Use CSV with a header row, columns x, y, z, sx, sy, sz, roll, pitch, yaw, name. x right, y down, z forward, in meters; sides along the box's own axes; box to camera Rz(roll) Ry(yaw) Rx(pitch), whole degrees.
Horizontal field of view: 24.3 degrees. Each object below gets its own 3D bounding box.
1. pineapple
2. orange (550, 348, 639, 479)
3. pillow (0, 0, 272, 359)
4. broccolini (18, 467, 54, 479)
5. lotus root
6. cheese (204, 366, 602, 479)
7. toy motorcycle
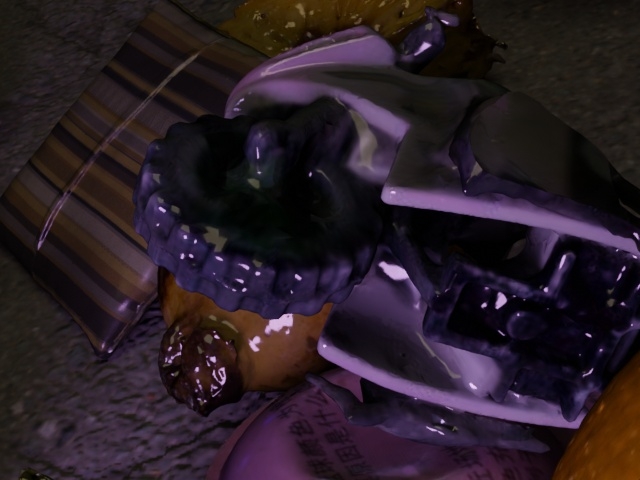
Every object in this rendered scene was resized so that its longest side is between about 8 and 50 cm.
x,y,z,sx,sy,sz,roll,pitch,yaw,name
0.004,-0.139,1.038,0.233,0.079,0.135,-18,35,6,pineapple
0.183,0.126,0.418,0.274,0.274,0.274,-13,35,9,orange
-0.118,-0.051,0.956,0.212,0.052,0.208,-52,41,-2,pillow
-0.061,0.169,0.595,0.201,0.074,0.058,32,55,19,broccolini
0.000,0.000,0.804,0.145,0.128,0.260,6,42,40,lotus root
0.071,0.101,0.681,0.286,0.074,0.189,-16,34,-19,cheese
0.082,-0.005,0.652,0.327,0.143,0.188,15,30,-10,toy motorcycle
